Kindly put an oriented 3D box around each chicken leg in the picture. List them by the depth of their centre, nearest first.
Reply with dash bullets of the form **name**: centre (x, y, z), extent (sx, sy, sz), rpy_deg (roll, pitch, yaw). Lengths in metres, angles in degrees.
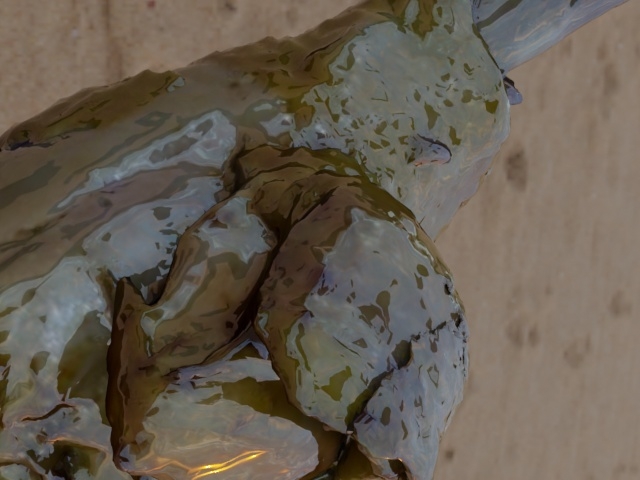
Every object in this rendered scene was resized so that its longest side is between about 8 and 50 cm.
- **chicken leg**: centre (0.000, 0.000, 0.505), extent (0.409, 0.295, 0.182), rpy_deg (-36, 111, -13)
